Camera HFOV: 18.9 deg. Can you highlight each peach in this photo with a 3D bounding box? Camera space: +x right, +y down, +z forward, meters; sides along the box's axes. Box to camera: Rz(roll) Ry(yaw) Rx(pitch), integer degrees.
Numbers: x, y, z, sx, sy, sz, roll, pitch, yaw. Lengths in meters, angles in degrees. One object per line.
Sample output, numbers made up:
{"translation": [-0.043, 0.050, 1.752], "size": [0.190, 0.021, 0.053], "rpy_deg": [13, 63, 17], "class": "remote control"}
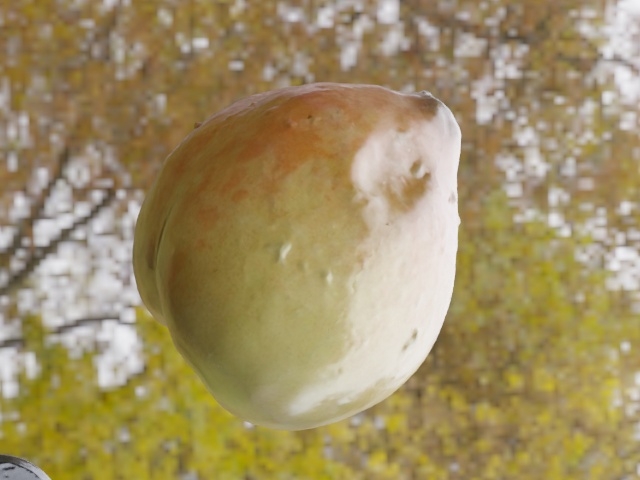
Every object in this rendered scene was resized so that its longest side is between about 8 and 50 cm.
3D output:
{"translation": [0.000, 0.000, 1.184], "size": [0.232, 0.232, 0.233], "rpy_deg": [178, -90, -66], "class": "peach"}

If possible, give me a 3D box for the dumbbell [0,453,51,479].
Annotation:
{"translation": [-0.260, 0.201, 1.354], "size": [0.191, 0.100, 0.100], "rpy_deg": [-13, -101, 58], "class": "dumbbell"}
